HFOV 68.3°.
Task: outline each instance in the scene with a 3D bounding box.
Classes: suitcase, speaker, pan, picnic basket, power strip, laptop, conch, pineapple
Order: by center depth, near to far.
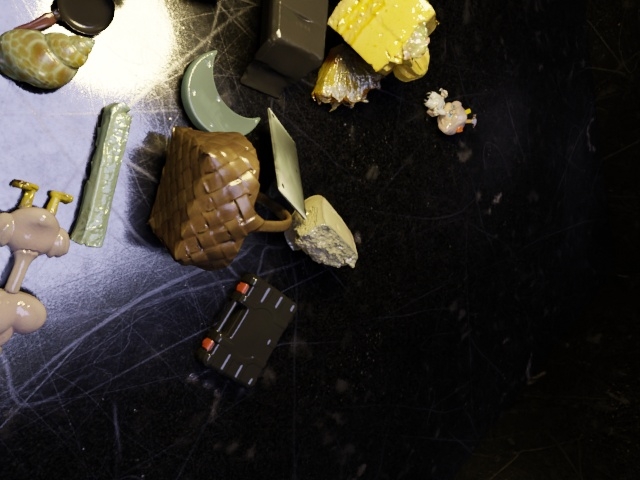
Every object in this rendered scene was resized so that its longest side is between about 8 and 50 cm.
[{"bbox_3d":[-0.565,-0.370,0.963,0.172,0.106,0.116,9,86,-30],"label":"conch"},{"bbox_3d":[-0.542,-0.478,0.998,0.211,0.040,0.115,-29,142,-13],"label":"pan"},{"bbox_3d":[-0.217,-0.093,1.163,0.336,0.293,0.338,-20,128,-28],"label":"picnic basket"},{"bbox_3d":[-0.265,-0.349,1.234,0.167,0.054,0.254,-44,120,-22],"label":"power strip"},{"bbox_3d":[-0.090,-0.207,1.283,0.188,0.015,0.269,47,30,-60],"label":"laptop"},{"bbox_3d":[-0.099,-0.615,1.290,0.179,0.184,0.389,12,78,-40],"label":"speaker"},{"bbox_3d":[-0.204,0.259,1.360,0.206,0.066,0.286,42,71,-34],"label":"suitcase"},{"bbox_3d":[0.076,-0.500,1.448,0.236,0.114,0.186,-22,110,-31],"label":"pineapple"}]

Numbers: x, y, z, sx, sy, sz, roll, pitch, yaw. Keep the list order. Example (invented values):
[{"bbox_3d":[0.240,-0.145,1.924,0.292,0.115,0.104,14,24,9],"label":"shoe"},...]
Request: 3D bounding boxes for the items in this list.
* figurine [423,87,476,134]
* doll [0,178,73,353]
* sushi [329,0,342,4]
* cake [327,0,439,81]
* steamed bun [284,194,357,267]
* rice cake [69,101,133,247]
[{"bbox_3d":[0.475,-0.474,1.773,0.228,0.111,0.138,29,70,-24],"label":"figurine"},{"bbox_3d":[-0.626,0.064,0.981,0.160,0.094,0.366,21,84,-48],"label":"doll"},{"bbox_3d":[0.112,-0.797,1.424,0.225,0.127,0.124,-34,114,-31],"label":"sushi"},{"bbox_3d":[0.205,-0.595,1.332,0.286,0.222,0.227,45,23,2],"label":"cake"},{"bbox_3d":[0.000,0.000,1.419,0.170,0.200,0.225,-33,126,14],"label":"steamed bun"},{"bbox_3d":[-0.492,-0.151,1.073,0.062,0.066,0.337,17,85,-47],"label":"rice cake"}]
